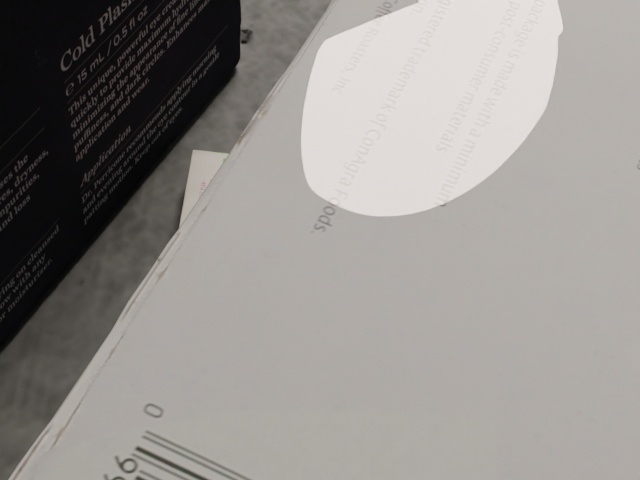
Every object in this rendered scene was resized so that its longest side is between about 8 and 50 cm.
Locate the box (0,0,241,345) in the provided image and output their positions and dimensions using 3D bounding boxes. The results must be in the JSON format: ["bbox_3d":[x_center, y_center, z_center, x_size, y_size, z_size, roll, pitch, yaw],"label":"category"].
[{"bbox_3d":[-0.191,-0.121,0.529,0.179,0.312,0.343,25,54,14],"label":"box"}]

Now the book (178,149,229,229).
[{"bbox_3d":[0.000,0.000,0.631,0.144,0.035,0.096,7,51,-2],"label":"book"}]

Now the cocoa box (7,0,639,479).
[{"bbox_3d":[0.055,0.088,0.428,0.231,0.228,0.347,25,58,8],"label":"cocoa box"}]
